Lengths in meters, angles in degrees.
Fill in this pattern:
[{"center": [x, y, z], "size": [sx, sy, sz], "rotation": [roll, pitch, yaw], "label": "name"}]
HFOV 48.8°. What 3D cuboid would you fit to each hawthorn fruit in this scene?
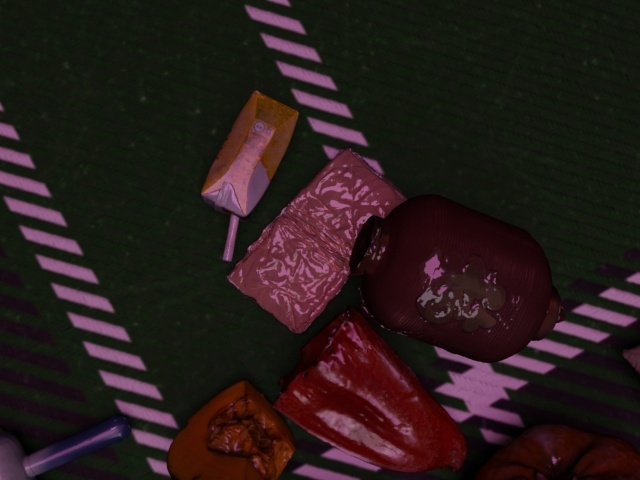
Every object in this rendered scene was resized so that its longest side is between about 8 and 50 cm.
[{"center": [0.289, 0.335, 0.812], "size": [0.231, 0.263, 0.235], "rotation": [36, 74, 32], "label": "hawthorn fruit"}]

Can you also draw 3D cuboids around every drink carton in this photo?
[{"center": [-0.098, -0.077, 0.865], "size": [0.074, 0.084, 0.200], "rotation": [28, 82, -5], "label": "drink carton"}]

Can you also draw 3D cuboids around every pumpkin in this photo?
[{"center": [-0.093, 0.282, 0.780], "size": [0.126, 0.248, 0.131], "rotation": [-31, 110, 4], "label": "pumpkin"}]

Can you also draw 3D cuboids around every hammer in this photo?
[{"center": [-0.320, 0.263, 0.850], "size": [0.194, 0.069, 0.116], "rotation": [-23, 90, -9], "label": "hammer"}]

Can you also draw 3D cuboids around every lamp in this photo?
[{"center": [0.158, 0.051, 0.826], "size": [0.258, 0.180, 0.180], "rotation": [23, 87, -10], "label": "lamp"}]

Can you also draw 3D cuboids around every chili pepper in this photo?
[{"center": [0.067, 0.211, 0.853], "size": [0.252, 0.136, 0.144], "rotation": [44, 58, -8], "label": "chili pepper"}]

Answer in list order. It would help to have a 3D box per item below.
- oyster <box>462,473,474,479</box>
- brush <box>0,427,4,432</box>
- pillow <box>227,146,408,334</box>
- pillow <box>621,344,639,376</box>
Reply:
[{"center": [0.178, 0.365, 0.886], "size": [0.086, 0.029, 0.132], "rotation": [-20, 91, -3], "label": "oyster"}, {"center": [-0.432, 0.232, 0.865], "size": [0.083, 0.019, 0.021], "rotation": [12, 71, -5], "label": "brush"}, {"center": [0.000, 0.000, 0.888], "size": [0.126, 0.043, 0.232], "rotation": [42, 89, 4], "label": "pillow"}, {"center": [0.519, 0.209, 0.891], "size": [0.173, 0.067, 0.270], "rotation": [-32, 90, -9], "label": "pillow"}]
